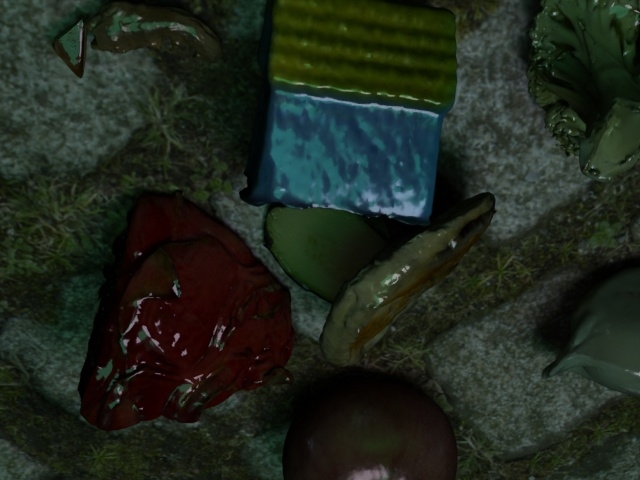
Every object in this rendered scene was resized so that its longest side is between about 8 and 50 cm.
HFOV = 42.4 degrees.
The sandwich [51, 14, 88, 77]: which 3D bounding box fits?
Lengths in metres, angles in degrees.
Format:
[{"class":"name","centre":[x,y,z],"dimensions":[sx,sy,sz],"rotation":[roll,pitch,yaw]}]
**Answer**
[{"class":"sandwich","centre":[-0.321,-0.249,1.054],"dimensions":[0.043,0.031,0.083],"rotation":[4,119,-13]}]

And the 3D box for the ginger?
[{"class":"ginger","centre":[-0.208,-0.265,1.046],"dimensions":[0.173,0.051,0.070],"rotation":[7,124,-9]}]

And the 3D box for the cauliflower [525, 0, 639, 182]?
[{"class":"cauliflower","centre":[0.402,-0.197,1.023],"dimensions":[0.327,0.281,0.260],"rotation":[37,107,-19]}]

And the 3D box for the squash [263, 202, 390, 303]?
[{"class":"squash","centre":[0.013,-0.012,1.222],"dimensions":[0.184,0.085,0.192],"rotation":[33,135,7]}]

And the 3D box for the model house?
[{"class":"model house","centre":[0.030,-0.182,1.036],"dimensions":[0.237,0.215,0.304],"rotation":[6,109,-9]}]

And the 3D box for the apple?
[{"class":"apple","centre":[0.087,0.374,1.368],"dimensions":[0.305,0.235,0.306],"rotation":[-3,124,-5]}]

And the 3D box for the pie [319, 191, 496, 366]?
[{"class":"pie","centre":[0.118,0.050,1.148],"dimensions":[0.077,0.339,0.339],"rotation":[46,111,10]}]

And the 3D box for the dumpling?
[{"class":"dumpling","centre":[0.532,0.140,1.309],"dimensions":[0.320,0.270,0.212],"rotation":[11,99,14]}]

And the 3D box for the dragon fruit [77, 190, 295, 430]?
[{"class":"dragon fruit","centre":[-0.161,0.125,1.192],"dimensions":[0.329,0.228,0.286],"rotation":[19,116,-15]}]
